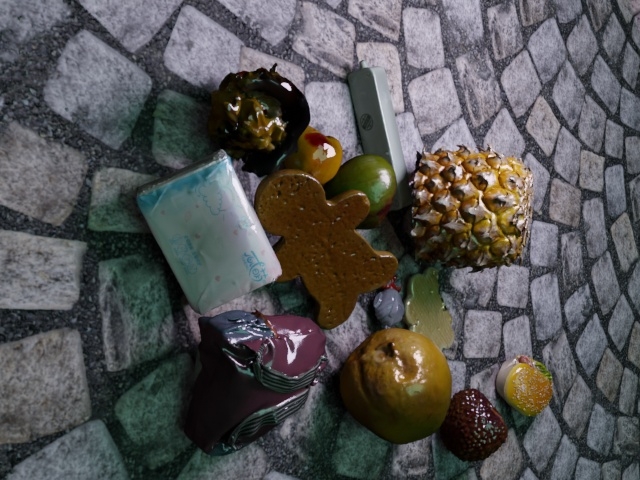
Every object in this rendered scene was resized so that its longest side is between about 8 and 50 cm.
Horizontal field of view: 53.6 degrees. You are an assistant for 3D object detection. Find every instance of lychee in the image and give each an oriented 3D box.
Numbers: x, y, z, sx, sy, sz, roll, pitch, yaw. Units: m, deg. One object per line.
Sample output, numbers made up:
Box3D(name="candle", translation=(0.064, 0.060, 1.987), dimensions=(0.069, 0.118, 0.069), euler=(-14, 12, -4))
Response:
Box3D(name="lychee", translation=(0.422, 0.525, 1.780), dimensions=(0.188, 0.188, 0.188), euler=(1, 88, -40))

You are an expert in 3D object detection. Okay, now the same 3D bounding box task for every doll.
Box3D(name="doll", translation=(0.180, 0.151, 1.647), dimensions=(0.093, 0.079, 0.180), euler=(17, 65, -23))

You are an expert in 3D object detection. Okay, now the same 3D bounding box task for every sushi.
Box3D(name="sushi", translation=(-0.137, -0.255, 1.295), dimensions=(0.204, 0.213, 0.200), euler=(42, 68, -37))

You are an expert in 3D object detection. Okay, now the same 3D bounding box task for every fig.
Box3D(name="fig", translation=(0.092, -0.114, 1.517), dimensions=(0.190, 0.181, 0.181), euler=(-14, 99, -14))

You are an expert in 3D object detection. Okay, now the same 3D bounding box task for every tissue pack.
Box3D(name="tissue pack", translation=(-0.218, -0.016, 1.244), dimensions=(0.201, 0.124, 0.271), euler=(-24, 108, -1))

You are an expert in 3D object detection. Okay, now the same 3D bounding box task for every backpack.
Box3D(name="backpack", translation=(-0.113, 0.280, 1.311), dimensions=(0.317, 0.197, 0.284), euler=(-1, 111, -44))

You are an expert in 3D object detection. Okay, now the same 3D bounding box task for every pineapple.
Box3D(name="pineapple", translation=(0.385, -0.077, 1.624), dimensions=(0.352, 0.299, 0.353), euler=(7, 90, -72))

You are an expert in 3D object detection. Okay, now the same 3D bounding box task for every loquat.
Box3D(name="loquat", translation=(0.191, 0.358, 1.536), dimensions=(0.276, 0.276, 0.284), euler=(-41, 117, -33))

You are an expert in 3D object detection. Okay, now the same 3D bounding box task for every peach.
Box3D(name="peach", translation=(-0.021, -0.189, 1.446), dimensions=(0.138, 0.138, 0.138), euler=(1, 88, -40))

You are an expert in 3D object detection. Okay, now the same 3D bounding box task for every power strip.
Box3D(name="power strip", translation=(0.152, -0.268, 1.617), dimensions=(0.062, 0.091, 0.386), euler=(-22, 103, -41))

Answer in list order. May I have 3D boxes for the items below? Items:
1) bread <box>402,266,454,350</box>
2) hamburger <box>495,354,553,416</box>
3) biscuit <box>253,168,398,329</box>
Box3D(name="bread", translation=(0.291, 0.206, 1.756), dimensions=(0.181, 0.039, 0.251), euler=(-26, 106, -36))
Box3D(name="hamburger", translation=(0.647, 0.455, 1.997), dimensions=(0.210, 0.116, 0.173), euler=(41, 67, -31))
Box3D(name="biscuit", translation=(-0.001, 0.000, 1.419), dimensions=(0.283, 0.064, 0.432), euler=(-40, 126, 1))
